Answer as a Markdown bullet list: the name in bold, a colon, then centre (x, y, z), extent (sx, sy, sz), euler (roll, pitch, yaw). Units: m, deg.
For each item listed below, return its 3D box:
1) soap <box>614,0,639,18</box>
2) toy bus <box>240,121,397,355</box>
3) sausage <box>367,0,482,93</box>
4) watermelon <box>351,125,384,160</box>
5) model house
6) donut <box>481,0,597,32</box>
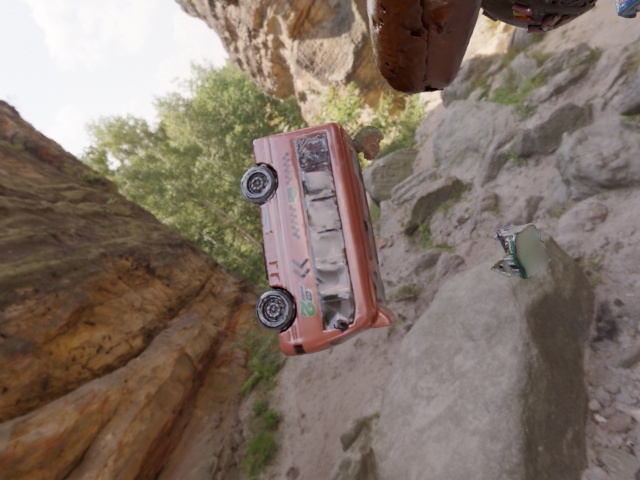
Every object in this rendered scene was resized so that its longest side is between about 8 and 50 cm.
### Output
- **soap**: centre (0.709, -0.598, 0.830), extent (0.077, 0.156, 0.293), euler (-10, -3, 0)
- **toy bus**: centre (0.000, 0.000, 0.817), extent (0.232, 0.427, 0.203), euler (-13, -11, 15)
- **sausage**: centre (0.074, -0.220, 0.271), extent (0.102, 0.102, 0.330), euler (-53, -18, -10)
- **watermelon**: centre (0.113, -0.254, 1.068), extent (0.101, 0.080, 0.155), euler (-25, 23, 49)
- **model house**: centre (0.422, 0.023, 0.893), extent (0.087, 0.101, 0.100), euler (-31, 10, -20)
- **donut**: centre (0.396, -0.510, 0.728), extent (0.345, 0.259, 0.136), euler (-34, 3, -17)
